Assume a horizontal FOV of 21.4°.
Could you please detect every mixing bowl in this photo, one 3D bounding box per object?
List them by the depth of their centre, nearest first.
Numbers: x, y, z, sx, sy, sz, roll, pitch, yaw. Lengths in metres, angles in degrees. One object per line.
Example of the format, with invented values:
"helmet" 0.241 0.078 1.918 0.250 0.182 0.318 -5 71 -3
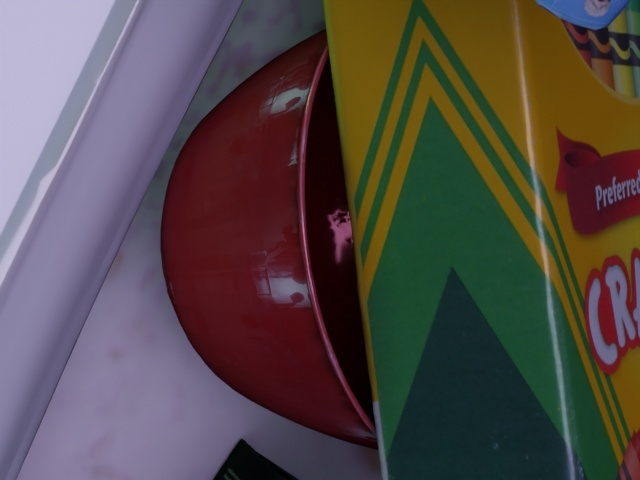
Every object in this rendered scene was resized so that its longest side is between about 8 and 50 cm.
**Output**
"mixing bowl" 0.000 0.000 0.679 0.098 0.181 0.181 -6 95 30

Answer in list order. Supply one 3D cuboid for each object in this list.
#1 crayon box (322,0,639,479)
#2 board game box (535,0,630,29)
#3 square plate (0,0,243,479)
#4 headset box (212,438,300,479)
"crayon box" 0.087 -0.037 0.659 0.081 0.202 0.318 -8 90 31
"board game box" -0.048 -0.265 0.566 0.390 0.390 0.050 28 126 -12
"square plate" -0.217 -0.081 0.602 0.347 0.049 0.344 27 85 -14
"headset box" -0.006 0.271 0.689 0.246 0.131 0.283 37 85 -11
